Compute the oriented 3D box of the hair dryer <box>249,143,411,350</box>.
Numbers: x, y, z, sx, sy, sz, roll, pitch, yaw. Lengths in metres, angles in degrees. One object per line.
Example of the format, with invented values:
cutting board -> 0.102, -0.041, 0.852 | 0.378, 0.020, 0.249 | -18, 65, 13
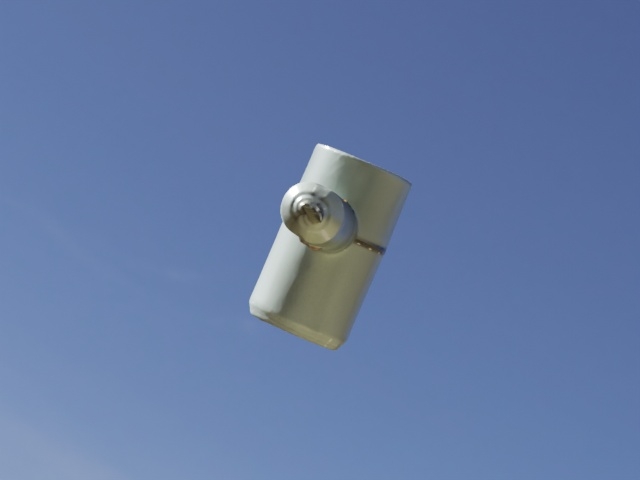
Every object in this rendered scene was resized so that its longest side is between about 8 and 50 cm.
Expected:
hair dryer -> 0.000, 0.000, 0.766 | 0.047, 0.082, 0.137 | 23, -2, 6
